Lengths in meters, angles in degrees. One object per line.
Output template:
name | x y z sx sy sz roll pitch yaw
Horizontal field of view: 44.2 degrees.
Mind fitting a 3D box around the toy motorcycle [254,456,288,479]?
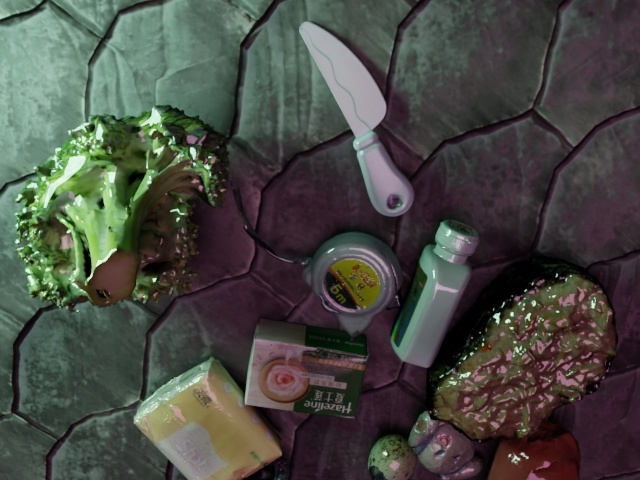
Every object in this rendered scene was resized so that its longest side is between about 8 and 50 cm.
toy motorcycle | -0.131 0.525 1.446 0.106 0.159 0.270 22 115 -31

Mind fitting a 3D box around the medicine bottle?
medicine bottle | 0.186 0.081 1.269 0.083 0.121 0.228 18 111 -6

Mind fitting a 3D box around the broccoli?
broccoli | -0.271 -0.022 1.164 0.375 0.301 0.249 -35 146 9

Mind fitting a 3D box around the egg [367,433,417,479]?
egg | 0.128 0.401 1.424 0.085 0.085 0.110 28 115 -10

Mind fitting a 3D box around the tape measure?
tape measure | -0.001 0.000 1.269 0.164 0.084 0.330 -37 100 15

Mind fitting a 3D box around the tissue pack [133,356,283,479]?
tissue pack | -0.197 0.334 1.399 0.186 0.090 0.222 -33 109 11

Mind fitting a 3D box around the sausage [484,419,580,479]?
sausage | 0.369 0.444 1.405 0.152 0.152 0.279 12 112 -4

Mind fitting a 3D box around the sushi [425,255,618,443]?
sushi | 0.324 0.187 1.286 0.350 0.171 0.211 -41 104 15

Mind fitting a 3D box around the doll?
doll | 0.222 0.367 1.404 0.104 0.071 0.214 -35 128 6

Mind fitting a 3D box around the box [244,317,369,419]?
box | -0.024 0.221 1.357 0.199 0.081 0.135 9 112 -1

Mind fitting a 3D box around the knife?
knife | 0.067 -0.189 1.209 0.080 0.044 0.331 -21 107 11
